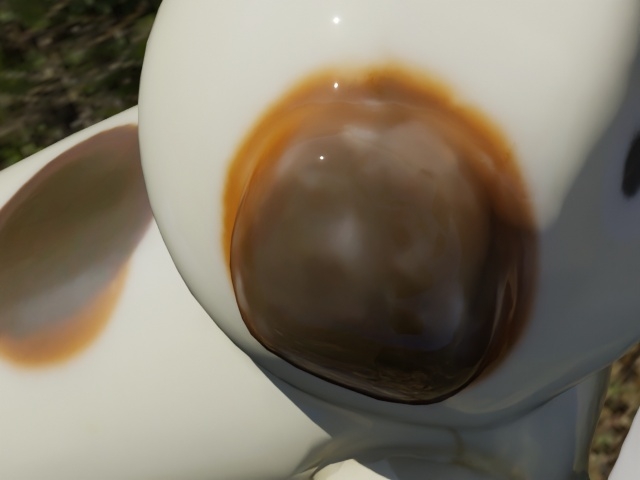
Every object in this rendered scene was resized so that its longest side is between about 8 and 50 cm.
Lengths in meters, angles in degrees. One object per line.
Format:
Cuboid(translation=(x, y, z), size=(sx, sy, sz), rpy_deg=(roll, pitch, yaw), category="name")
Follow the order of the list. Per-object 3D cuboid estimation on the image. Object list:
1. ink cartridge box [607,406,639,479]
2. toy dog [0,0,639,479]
Cuboid(translation=(0.091, 0.134, 0.340), size=(0.093, 0.160, 0.219), rpy_deg=(-1, 149, -5), category="ink cartridge box")
Cuboid(translation=(0.000, 0.000, 0.756), size=(0.395, 0.284, 0.408), rpy_deg=(27, 145, -11), category="toy dog")
